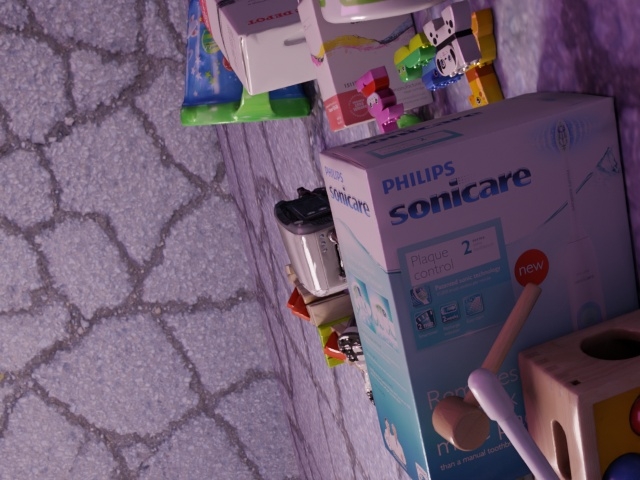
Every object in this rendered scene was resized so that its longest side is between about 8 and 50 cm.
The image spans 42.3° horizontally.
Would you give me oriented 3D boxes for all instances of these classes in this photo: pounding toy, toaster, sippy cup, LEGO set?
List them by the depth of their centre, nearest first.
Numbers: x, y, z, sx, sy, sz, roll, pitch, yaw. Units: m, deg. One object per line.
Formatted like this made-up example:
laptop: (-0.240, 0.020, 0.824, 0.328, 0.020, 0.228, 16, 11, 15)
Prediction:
pounding toy: (0.195, 0.124, 0.617, 0.094, 0.206, 0.181, -140, 36, -67)
LEGO set: (0.127, -0.159, 0.827, 0.093, 0.087, 0.227, 70, 161, 0)
toaster: (0.000, 0.000, 1.455, 0.227, 0.129, 0.146, -141, 34, -65)
sippy cup: (-0.141, -0.323, 1.467, 0.305, 0.240, 0.224, 5, 104, 43)

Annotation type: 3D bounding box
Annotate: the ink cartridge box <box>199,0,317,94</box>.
ink cartridge box: (-0.065, -0.325, 1.206, 0.237, 0.172, 0.100, -121, 18, -45)

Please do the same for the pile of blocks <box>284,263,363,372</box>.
pile of blocks: (0.004, 0.160, 1.674, 0.362, 0.112, 0.149, -124, 21, -53)

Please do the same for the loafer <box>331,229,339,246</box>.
loafer: (0.092, 0.105, 1.269, 0.109, 0.095, 0.303, -157, 51, -74)

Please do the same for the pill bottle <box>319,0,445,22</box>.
pill bottle: (0.046, -0.345, 0.795, 0.136, 0.136, 0.246, -136, 32, -65)

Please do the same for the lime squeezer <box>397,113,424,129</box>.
lime squeezer: (0.099, -0.086, 0.986, 0.310, 0.058, 0.110, -95, 22, -64)

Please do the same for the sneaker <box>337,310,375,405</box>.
sneaker: (0.105, 0.199, 1.399, 0.234, 0.078, 0.106, 60, -147, -35)

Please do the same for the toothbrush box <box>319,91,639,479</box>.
toothbrush box: (0.144, 0.041, 0.708, 0.126, 0.216, 0.296, -147, 43, -70)

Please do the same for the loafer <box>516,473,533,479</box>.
loafer: (0.190, 0.228, 0.989, 0.094, 0.087, 0.251, 0, 113, 53)

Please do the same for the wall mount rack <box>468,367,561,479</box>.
wall mount rack: (0.225, 0.211, 0.460, 0.350, 0.130, 0.304, -11, 84, 42)

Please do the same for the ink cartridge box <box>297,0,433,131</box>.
ink cartridge box: (0.046, -0.240, 0.973, 0.067, 0.115, 0.198, -173, 66, -77)
